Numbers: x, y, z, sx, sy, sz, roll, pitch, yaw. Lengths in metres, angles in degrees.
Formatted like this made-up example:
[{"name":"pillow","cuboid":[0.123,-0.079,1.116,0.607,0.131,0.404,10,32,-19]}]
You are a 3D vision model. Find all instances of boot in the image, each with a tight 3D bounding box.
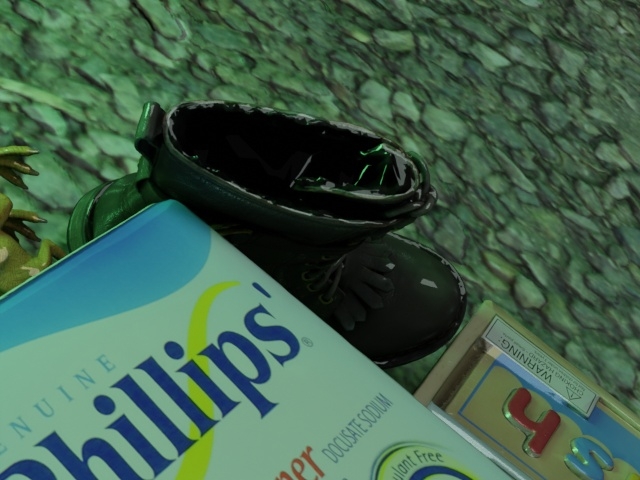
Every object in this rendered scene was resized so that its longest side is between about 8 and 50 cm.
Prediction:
[{"name":"boot","cuboid":[0.000,0.000,0.956,0.263,0.229,0.091,12,73,-21]}]

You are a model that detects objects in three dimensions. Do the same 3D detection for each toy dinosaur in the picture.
[{"name":"toy dinosaur","cuboid":[-0.187,-0.004,0.946,0.211,0.064,0.112,31,33,-6]}]

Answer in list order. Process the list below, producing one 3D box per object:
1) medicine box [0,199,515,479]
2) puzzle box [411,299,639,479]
[{"name":"medicine box","cuboid":[-0.052,0.158,0.772,0.289,0.149,0.263,40,32,7]},{"name":"puzzle box","cuboid":[0.197,0.223,1.010,0.409,0.052,0.272,37,32,4]}]
